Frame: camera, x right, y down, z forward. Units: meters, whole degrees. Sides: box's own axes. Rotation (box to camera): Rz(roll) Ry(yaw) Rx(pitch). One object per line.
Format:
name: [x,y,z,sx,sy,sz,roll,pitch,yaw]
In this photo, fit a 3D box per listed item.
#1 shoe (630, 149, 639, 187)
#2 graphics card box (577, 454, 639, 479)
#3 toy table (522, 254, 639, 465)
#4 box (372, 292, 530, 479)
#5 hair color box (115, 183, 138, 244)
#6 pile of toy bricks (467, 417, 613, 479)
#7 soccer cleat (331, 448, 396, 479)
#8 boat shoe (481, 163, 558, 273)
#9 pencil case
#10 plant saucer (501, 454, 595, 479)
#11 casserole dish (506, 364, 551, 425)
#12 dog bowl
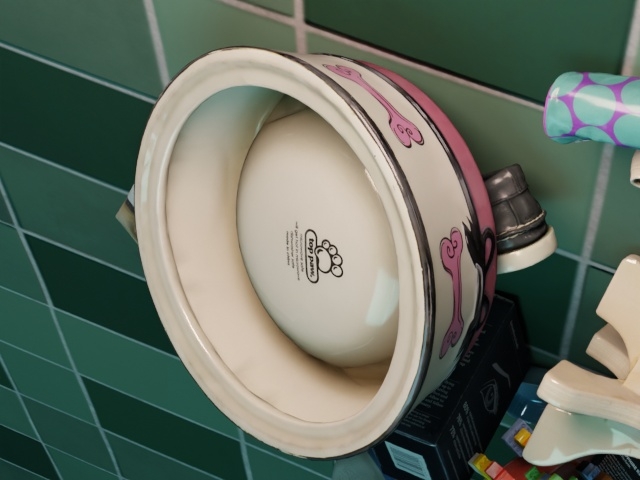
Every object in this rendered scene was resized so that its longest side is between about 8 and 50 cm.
shoe: [0.380,-0.036,1.427,0.219,0.058,0.076,24,154,8]
graphics card box: [0.390,0.371,1.892,0.233,0.094,0.371,53,141,27]
toy table: [0.334,0.156,1.655,0.161,0.274,0.252,31,-170,17]
box: [0.148,0.173,1.867,0.108,0.207,0.153,19,152,27]
hair color box: [-0.084,0.054,1.842,0.339,0.110,0.185,52,161,1]
pile of toy bricks: [0.274,0.291,1.766,0.212,0.118,0.105,48,170,-23]
soccer cleat: [0.164,0.419,2.383,0.331,0.143,0.116,26,154,4]
boat shoe: [0.091,-0.036,1.657,0.340,0.127,0.113,7,119,52]
pencil case: [0.276,-0.106,1.393,0.151,0.064,0.070,13,135,29]
plant saucer: [0.240,0.306,1.939,0.048,0.258,0.259,51,166,18]
casserole dish: [0.296,0.197,1.968,0.188,0.037,0.114,10,149,31]
dog bowl: [0.000,0.000,1.564,0.408,0.150,0.408,18,116,42]
